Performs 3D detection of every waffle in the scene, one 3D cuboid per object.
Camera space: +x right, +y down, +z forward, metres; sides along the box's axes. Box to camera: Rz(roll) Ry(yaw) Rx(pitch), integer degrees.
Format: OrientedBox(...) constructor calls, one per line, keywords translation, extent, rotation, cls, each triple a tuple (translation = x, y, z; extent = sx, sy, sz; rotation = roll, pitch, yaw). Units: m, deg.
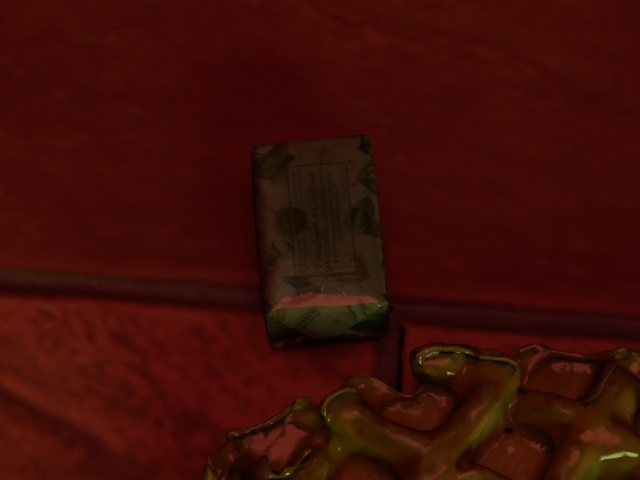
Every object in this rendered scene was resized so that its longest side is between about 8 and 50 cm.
OrientedBox(translation=(0.088, 0.189, 0.670), extent=(0.302, 0.068, 0.325), rotation=(-11, 62, -5), cls="waffle")

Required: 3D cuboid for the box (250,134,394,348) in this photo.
OrientedBox(translation=(0.000, 0.000, 0.778), extent=(0.062, 0.045, 0.098), rotation=(-7, 65, -2), cls="box")
